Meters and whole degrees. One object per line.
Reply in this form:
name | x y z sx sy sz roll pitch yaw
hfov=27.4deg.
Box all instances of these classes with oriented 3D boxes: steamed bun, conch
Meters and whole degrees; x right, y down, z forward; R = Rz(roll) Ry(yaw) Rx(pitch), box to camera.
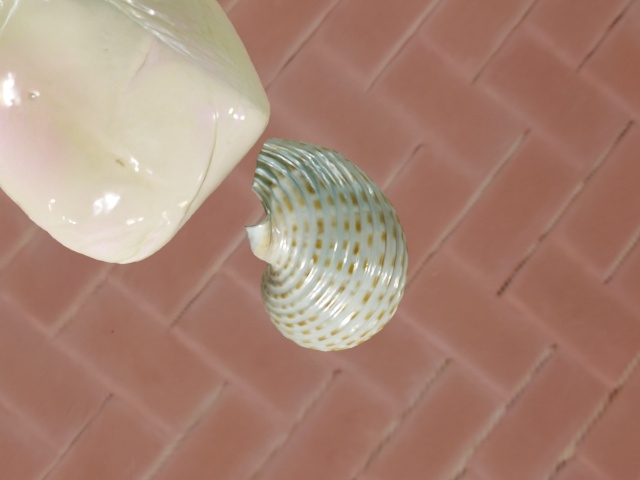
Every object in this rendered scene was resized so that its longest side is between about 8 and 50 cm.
steamed bun | -0.154 -0.108 0.797 0.170 0.153 0.238 -50 52 14
conch | 0.007 0.000 0.887 0.102 0.153 0.135 -6 56 2
